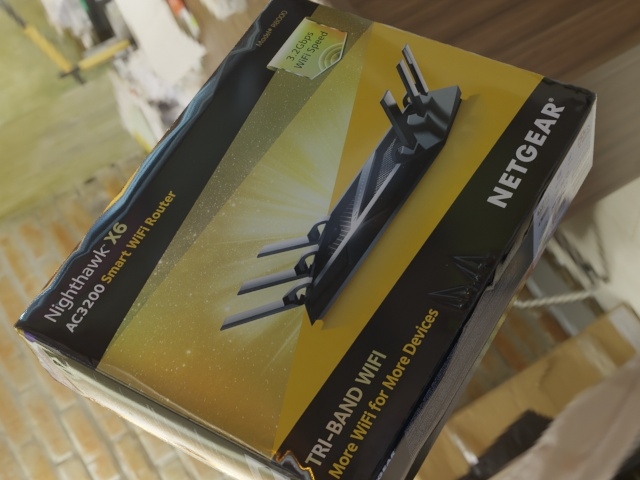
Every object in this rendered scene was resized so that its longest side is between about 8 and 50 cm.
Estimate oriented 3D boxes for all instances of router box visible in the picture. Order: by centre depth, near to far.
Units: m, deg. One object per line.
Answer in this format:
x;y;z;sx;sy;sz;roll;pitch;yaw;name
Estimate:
0.000;0.000;0.728;0.243;0.308;0.081;22;153;23;router box
